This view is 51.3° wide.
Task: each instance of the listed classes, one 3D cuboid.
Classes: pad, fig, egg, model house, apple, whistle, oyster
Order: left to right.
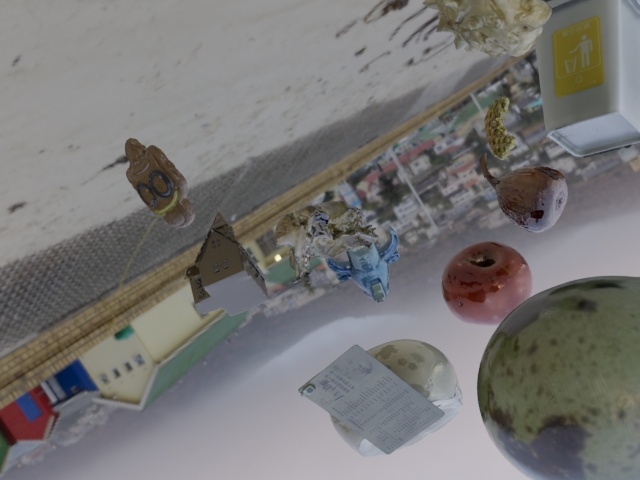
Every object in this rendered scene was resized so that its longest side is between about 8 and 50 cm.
[{"bbox_3d":[-0.242,0.036,1.597,0.176,0.248,0.181,-21,145,6],"label":"model house"},{"bbox_3d":[-0.007,0.002,1.263,0.198,0.133,0.337,-36,171,13],"label":"oyster"},{"bbox_3d":[0.109,0.050,1.612,0.180,0.269,0.093,-20,-142,1],"label":"whistle"},{"bbox_3d":[0.103,0.319,1.304,0.159,0.265,0.009,-42,-156,18],"label":"pad"},{"bbox_3d":[0.485,0.133,1.954,0.260,0.216,0.260,-11,-150,6],"label":"apple"},{"bbox_3d":[0.389,-0.105,1.341,0.133,0.201,0.146,-63,155,5],"label":"fig"},{"bbox_3d":[0.467,0.225,1.083,0.428,0.345,0.345,-26,-176,-3],"label":"egg"}]

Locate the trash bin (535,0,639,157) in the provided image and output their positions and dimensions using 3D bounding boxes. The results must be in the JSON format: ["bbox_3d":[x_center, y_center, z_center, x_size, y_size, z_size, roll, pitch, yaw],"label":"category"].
[{"bbox_3d":[0.655,-0.398,1.578,0.256,0.367,0.296,-12,157,42],"label":"trash bin"}]

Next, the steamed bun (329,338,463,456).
[{"bbox_3d":[0.173,0.369,1.617,0.324,0.206,0.324,-17,146,-12],"label":"steamed bun"}]

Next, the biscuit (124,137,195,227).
[{"bbox_3d":[-0.460,-0.160,1.875,0.208,0.290,0.041,-26,-167,46],"label":"biscuit"}]

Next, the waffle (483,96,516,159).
[{"bbox_3d":[0.587,-0.366,2.187,0.051,0.194,0.149,-1,152,-11],"label":"waffle"}]

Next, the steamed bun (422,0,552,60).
[{"bbox_3d":[0.293,-0.451,1.268,0.137,0.295,0.292,-40,145,3],"label":"steamed bun"}]
